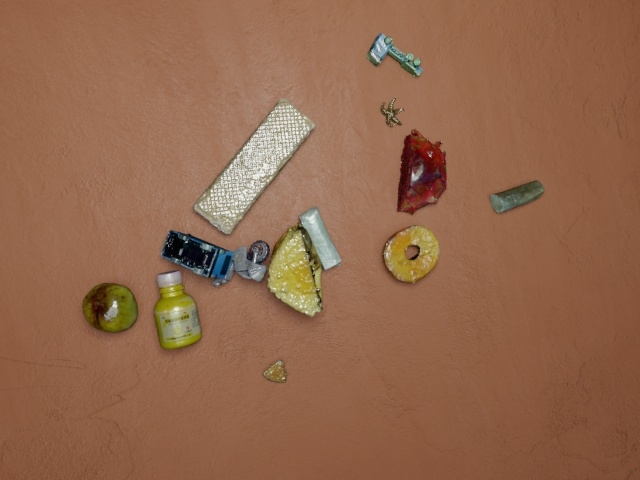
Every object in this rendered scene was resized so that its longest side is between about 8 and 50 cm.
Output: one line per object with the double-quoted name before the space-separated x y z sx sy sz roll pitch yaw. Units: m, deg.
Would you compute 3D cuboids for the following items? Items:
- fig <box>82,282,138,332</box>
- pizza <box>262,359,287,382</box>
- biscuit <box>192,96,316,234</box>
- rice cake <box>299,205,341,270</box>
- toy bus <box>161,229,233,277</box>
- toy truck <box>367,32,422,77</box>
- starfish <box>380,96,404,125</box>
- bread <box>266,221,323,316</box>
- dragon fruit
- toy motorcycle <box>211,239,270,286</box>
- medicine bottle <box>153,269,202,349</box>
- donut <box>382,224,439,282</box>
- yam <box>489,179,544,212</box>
"fig" -0.595 0.193 1.274 0.136 0.121 0.153 -31 99 -1
"pizza" -0.133 0.408 1.410 0.083 0.025 0.078 28 94 -17
"biscuit" -0.193 -0.217 1.329 0.144 0.078 0.426 40 88 -10
"rice cake" 0.000 -0.001 1.383 0.069 0.063 0.206 -23 97 -5
"toy bus" -0.353 0.040 1.281 0.185 0.106 0.090 20 92 25
"toy truck" 0.229 -0.553 1.381 0.175 0.067 0.081 32 95 -13
"starfish" 0.226 -0.404 1.407 0.078 0.028 0.091 7 90 -15
"bread" -0.076 0.084 1.316 0.163 0.204 0.261 -10 101 2
"dragon fruit" 0.337 -0.211 1.388 0.161 0.126 0.273 6 94 -9
"toy motorcycle" -0.234 0.083 1.312 0.215 0.080 0.122 -22 65 21
"medicine bottle" -0.422 0.196 1.301 0.122 0.122 0.212 -10 96 -8
"donut" 0.281 0.039 1.426 0.174 0.074 0.190 43 83 -8
"yam" 0.649 -0.144 1.474 0.170 0.068 0.068 -17 97 -7
